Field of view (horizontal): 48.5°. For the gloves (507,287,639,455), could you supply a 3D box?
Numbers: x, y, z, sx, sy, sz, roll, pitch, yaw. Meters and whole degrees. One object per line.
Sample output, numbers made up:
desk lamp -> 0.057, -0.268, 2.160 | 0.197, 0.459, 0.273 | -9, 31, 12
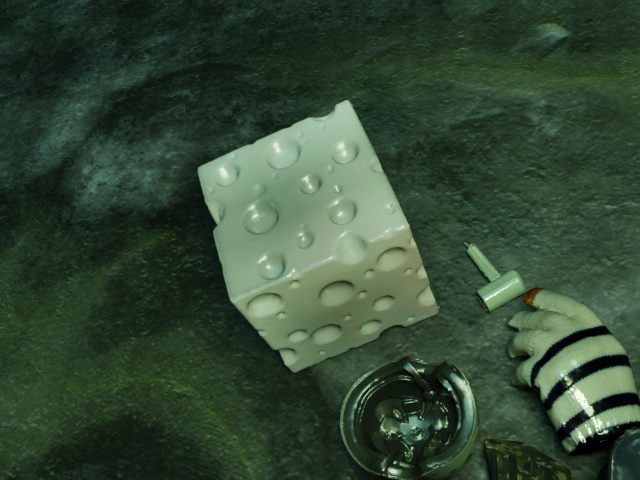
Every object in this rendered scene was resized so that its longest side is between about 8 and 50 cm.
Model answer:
gloves -> 0.306, 0.146, 0.875 | 0.140, 0.131, 0.219 | -19, 61, 4

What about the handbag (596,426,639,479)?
handbag -> 0.431, 0.367, 0.690 | 0.303, 0.122, 0.330 | 2, 59, 16

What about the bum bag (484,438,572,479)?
bum bag -> 0.239, 0.329, 0.795 | 0.102, 0.069, 0.248 | -7, 40, 17

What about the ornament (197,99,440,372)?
ornament -> 0.000, 0.000, 1.003 | 0.239, 0.240, 0.239 | -23, 53, 5

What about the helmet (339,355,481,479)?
helmet -> 0.125, 0.234, 0.896 | 0.176, 0.107, 0.153 | -5, 58, 39

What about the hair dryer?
hair dryer -> 0.236, 0.043, 1.024 | 0.063, 0.038, 0.124 | -30, 48, -1
